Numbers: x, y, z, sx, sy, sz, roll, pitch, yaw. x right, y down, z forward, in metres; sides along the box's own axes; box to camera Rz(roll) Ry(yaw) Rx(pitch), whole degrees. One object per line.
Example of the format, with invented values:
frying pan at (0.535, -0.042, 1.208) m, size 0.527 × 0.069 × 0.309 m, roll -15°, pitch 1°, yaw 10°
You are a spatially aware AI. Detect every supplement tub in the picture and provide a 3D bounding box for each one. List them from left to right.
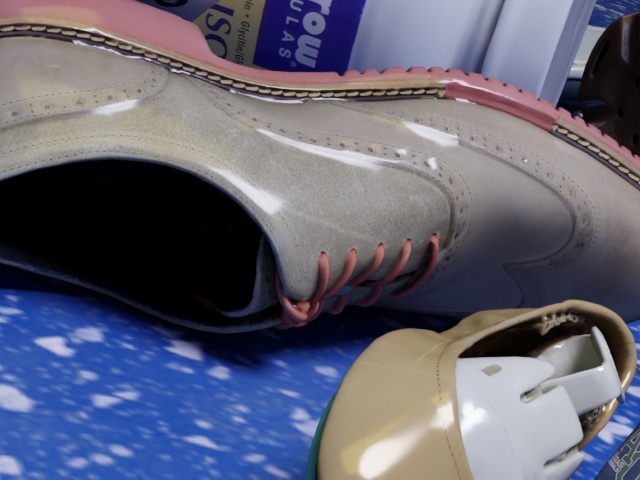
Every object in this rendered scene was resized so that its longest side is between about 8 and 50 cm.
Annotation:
supplement tub at (-0.012, -0.175, 1.036) m, size 0.331 × 0.241 × 0.241 m, roll 21°, pitch 17°, yaw 9°

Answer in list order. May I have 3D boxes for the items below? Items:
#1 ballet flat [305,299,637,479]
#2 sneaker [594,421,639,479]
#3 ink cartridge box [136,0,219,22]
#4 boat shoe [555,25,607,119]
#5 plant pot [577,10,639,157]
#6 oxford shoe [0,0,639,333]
ballet flat at (0.061, 0.057, 0.635) m, size 0.073 × 0.080 × 0.232 m, roll -18°, pitch 5°, yaw 20°
sneaker at (0.166, 0.099, 0.618) m, size 0.192 × 0.086 × 0.064 m, roll 9°, pitch 19°, yaw -28°
ink cartridge box at (-0.181, -0.113, 0.803) m, size 0.224 × 0.045 × 0.223 m, roll 10°, pitch -17°, yaw -28°
boat shoe at (0.188, -0.112, 1.312) m, size 0.255 × 0.079 × 0.095 m, roll 0°, pitch 35°, yaw -12°
plant pot at (0.265, -0.078, 1.184) m, size 0.165 × 0.167 × 0.167 m, roll 1°, pitch 22°, yaw -24°
oxford shoe at (0.000, 0.000, 0.767) m, size 0.348 × 0.123 × 0.130 m, roll 11°, pitch 40°, yaw -15°
